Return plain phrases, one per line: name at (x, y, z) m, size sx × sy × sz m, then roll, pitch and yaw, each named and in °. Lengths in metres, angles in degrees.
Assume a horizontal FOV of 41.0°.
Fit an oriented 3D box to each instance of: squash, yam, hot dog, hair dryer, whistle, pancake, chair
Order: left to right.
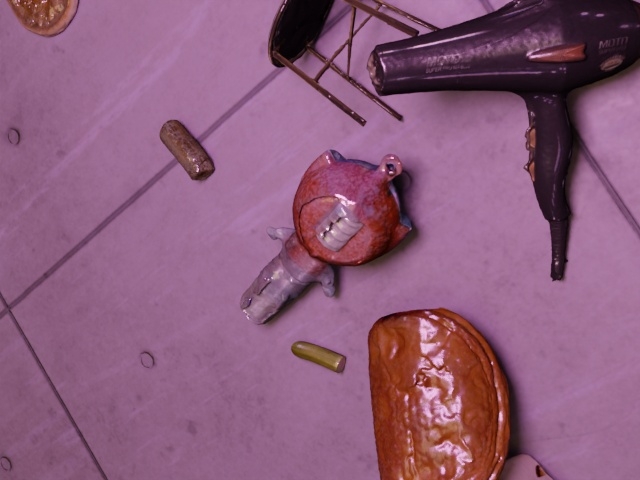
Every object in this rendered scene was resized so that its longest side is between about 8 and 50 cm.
pancake at (-0.442, -0.399, 1.350) m, size 0.151 × 0.025 × 0.152 m, roll 7°, pitch 105°, yaw 26°
yam at (-0.198, -0.133, 1.266) m, size 0.094 × 0.043 × 0.043 m, roll 49°, pitch 119°, yaw 12°
chair at (-0.014, -0.293, 1.071) m, size 0.325 × 0.160 × 0.170 m, roll 35°, pitch 114°, yaw 13°
squash at (-0.006, 0.165, 1.234) m, size 0.083 × 0.027 × 0.027 m, roll 18°, pitch 109°, yaw 24°
whistle at (-0.001, 0.000, 1.145) m, size 0.142 × 0.134 × 0.346 m, roll 29°, pitch 128°, yaw -19°
hot dog at (0.142, 0.226, 1.091) m, size 0.196 × 0.122 × 0.272 m, roll -18°, pitch 74°, yaw 38°
hair dryer at (0.227, -0.099, 0.980) m, size 0.303 × 0.120 × 0.360 m, roll -13°, pitch 113°, yaw -3°

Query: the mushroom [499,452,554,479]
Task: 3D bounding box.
mushroom at (0.200, 0.362, 1.128) m, size 0.247 × 0.108 × 0.096 m, roll -43°, pitch 39°, yaw 27°
